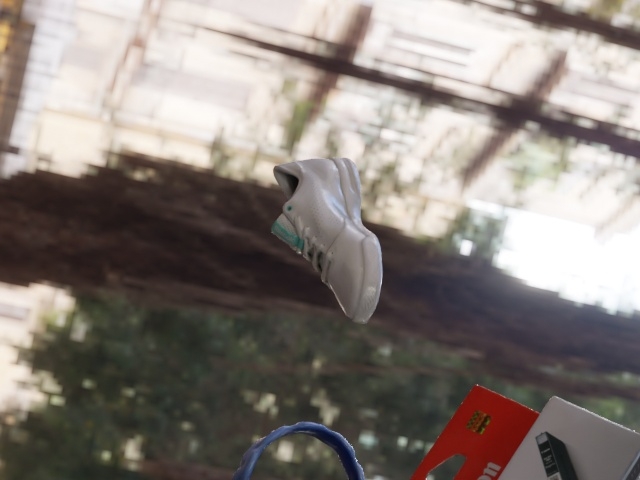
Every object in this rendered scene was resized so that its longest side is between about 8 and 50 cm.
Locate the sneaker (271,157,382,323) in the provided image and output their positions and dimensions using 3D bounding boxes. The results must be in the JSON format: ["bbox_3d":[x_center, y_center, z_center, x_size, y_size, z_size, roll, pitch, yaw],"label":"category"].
[{"bbox_3d":[0.000,0.000,1.758,0.212,0.094,0.080,-106,-153,-46],"label":"sneaker"}]

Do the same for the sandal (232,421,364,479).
[{"bbox_3d":[-0.010,0.232,1.217,0.317,0.126,0.138,-120,-136,-61],"label":"sandal"}]

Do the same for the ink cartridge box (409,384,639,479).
[{"bbox_3d":[0.205,0.294,2.034,0.275,0.239,0.060,-53,149,-24],"label":"ink cartridge box"}]
